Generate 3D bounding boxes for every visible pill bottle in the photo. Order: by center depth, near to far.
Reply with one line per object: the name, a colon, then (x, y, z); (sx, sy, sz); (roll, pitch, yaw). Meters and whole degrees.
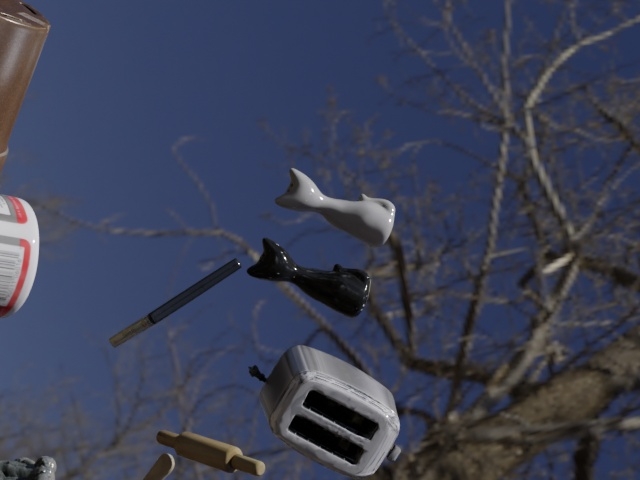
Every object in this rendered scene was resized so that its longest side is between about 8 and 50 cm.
pill bottle: (-0.508, 0.004, 1.644); (0.161, 0.283, 0.161); (-17, -112, 50)

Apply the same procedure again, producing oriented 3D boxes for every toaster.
toaster: (0.008, 0.237, 1.865); (0.129, 0.227, 0.146); (-58, -169, 5)

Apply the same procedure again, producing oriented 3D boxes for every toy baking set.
toy baking set: (-0.160, 0.310, 1.491); (0.256, 0.030, 0.196); (15, -95, 40)

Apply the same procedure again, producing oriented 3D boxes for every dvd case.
dvd case: (-0.244, 0.106, 2.214); (0.022, 0.180, 0.253); (57, -27, -1)

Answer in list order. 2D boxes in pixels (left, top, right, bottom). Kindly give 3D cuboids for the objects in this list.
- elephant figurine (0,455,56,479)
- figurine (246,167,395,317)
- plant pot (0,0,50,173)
elephant figurine: (-0.491, 0.318, 1.788); (0.169, 0.239, 0.186); (-40, -152, 57)
figurine: (0.000, 0.000, 2.306); (0.214, 0.209, 0.092); (-70, -163, -6)
plant pot: (-0.330, -0.146, 1.186); (0.167, 0.167, 0.165); (43, -71, 46)
